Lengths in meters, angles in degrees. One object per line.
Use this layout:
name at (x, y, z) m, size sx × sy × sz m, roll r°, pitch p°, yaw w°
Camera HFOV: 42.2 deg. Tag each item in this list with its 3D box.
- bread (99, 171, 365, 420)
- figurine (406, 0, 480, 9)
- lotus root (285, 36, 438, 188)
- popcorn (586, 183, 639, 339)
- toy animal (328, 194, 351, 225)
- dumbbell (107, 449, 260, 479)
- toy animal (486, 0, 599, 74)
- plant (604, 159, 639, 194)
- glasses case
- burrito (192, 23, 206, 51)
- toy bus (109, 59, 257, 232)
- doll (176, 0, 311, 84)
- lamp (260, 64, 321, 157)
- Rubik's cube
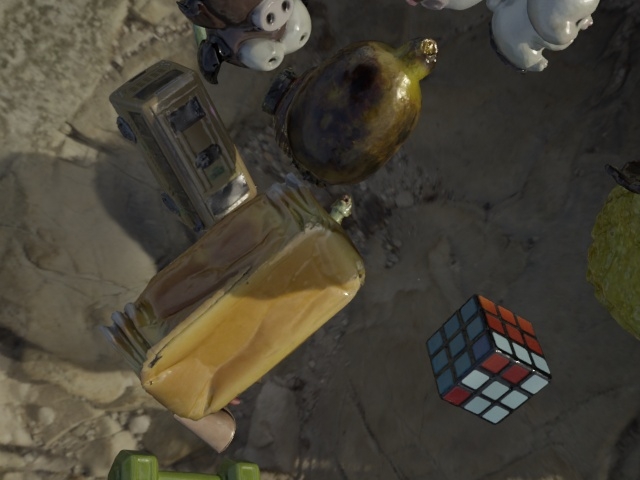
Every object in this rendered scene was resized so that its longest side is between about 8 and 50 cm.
bread at (-0.080, 0.056, 0.816) m, size 0.241 × 0.136 × 0.107 m, roll -41°, pitch 47°, yaw -2°
figurine at (0.251, -0.558, 1.593) m, size 0.211 × 0.361 × 0.253 m, roll 22°, pitch 104°, yaw 10°
lotus root at (0.048, -0.185, 1.189) m, size 0.314 × 0.141 × 0.169 m, roll -44°, pitch 73°, yaw 39°
popcorn at (0.416, 0.025, 0.930) m, size 0.174 × 0.286 × 0.225 m, roll 8°, pitch 79°, yaw -13°
toy animal at (0.000, 0.000, 1.926) m, size 0.057 × 0.099 × 0.241 m, roll 35°, pitch 108°, yaw 9°
dumbbell at (-0.265, 0.480, 1.637) m, size 0.108 × 0.302 × 0.121 m, roll -44°, pitch 44°, yaw 41°
toy animal at (0.193, -0.197, 0.688) m, size 0.071 × 0.124 × 0.085 m, roll -39°, pitch 96°, yaw -18°
plant at (0.353, -0.028, 0.549) m, size 0.178 × 0.204 × 0.234 m, roll -14°, pitch 64°, yaw -33°
glasses case at (-0.162, 0.202, 1.096) m, size 0.102 × 0.193 × 0.070 m, roll 42°, pitch 81°, yaw -11°
burrito at (-0.189, -0.372, 1.397) m, size 0.044 × 0.074 × 0.118 m, roll 10°, pitch 130°, yaw 29°
toy bus at (-0.222, -0.152, 1.417) m, size 0.139 × 0.157 × 0.289 m, roll -39°, pitch 126°, yaw -21°
doll at (-0.084, -0.294, 0.942) m, size 0.182 × 0.257 × 0.117 m, roll -42°, pitch 56°, yaw -19°
lamp at (-0.018, -0.293, 1.907) m, size 0.247 × 0.247 × 0.247 m, roll 0°, pitch 87°, yaw 7°
Rubik's cube at (0.321, 0.230, 1.601) m, size 0.163 × 0.160 × 0.162 m, roll 29°, pitch 120°, yaw -25°
